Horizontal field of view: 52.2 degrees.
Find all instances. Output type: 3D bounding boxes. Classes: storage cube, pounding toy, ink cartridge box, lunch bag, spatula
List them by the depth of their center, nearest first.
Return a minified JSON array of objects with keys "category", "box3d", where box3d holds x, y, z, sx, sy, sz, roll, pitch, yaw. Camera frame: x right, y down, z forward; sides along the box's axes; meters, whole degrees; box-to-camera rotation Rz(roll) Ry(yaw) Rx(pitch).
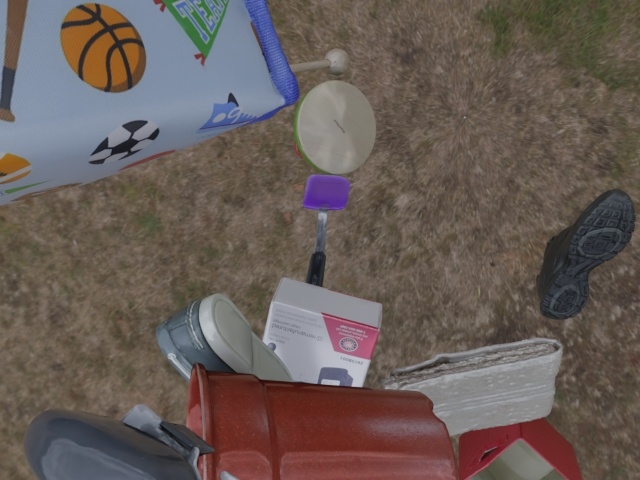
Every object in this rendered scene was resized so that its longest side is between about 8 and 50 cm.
[{"category":"lunch bag","box3d":[-0.274,-0.138,0.491,0.385,0.327,0.239,-9,97,47]},{"category":"ink cartridge box","box3d":[-0.013,0.201,1.056,0.171,0.100,0.237,15,112,2]},{"category":"spatula","box3d":[0.000,0.000,1.160,0.084,0.030,0.297,3,62,9]},{"category":"pounding toy","box3d":[-0.001,-0.246,1.308,0.183,0.110,0.237,-25,105,-28]},{"category":"storage cube","box3d":[0.426,0.487,1.410,0.215,0.193,0.184,42,110,-2]}]

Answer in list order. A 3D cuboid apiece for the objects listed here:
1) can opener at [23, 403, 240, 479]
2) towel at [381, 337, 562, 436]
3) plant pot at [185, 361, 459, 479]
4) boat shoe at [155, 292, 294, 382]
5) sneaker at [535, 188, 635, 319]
[{"category":"can opener","box3d":[-0.038,0.154,0.272,0.283,0.095,0.076,21,82,40]},{"category":"towel","box3d":[0.242,0.247,1.055,0.282,0.049,0.187,-10,133,0]},{"category":"plant pot","box3d":[-0.008,0.270,0.717,0.265,0.272,0.273,2,102,-15]},{"category":"boat shoe","box3d":[-0.110,0.202,0.899,0.099,0.116,0.319,-20,127,12]},{"category":"sneaker","box3d":[0.496,0.014,1.275,0.109,0.130,0.286,18,120,-12]}]
